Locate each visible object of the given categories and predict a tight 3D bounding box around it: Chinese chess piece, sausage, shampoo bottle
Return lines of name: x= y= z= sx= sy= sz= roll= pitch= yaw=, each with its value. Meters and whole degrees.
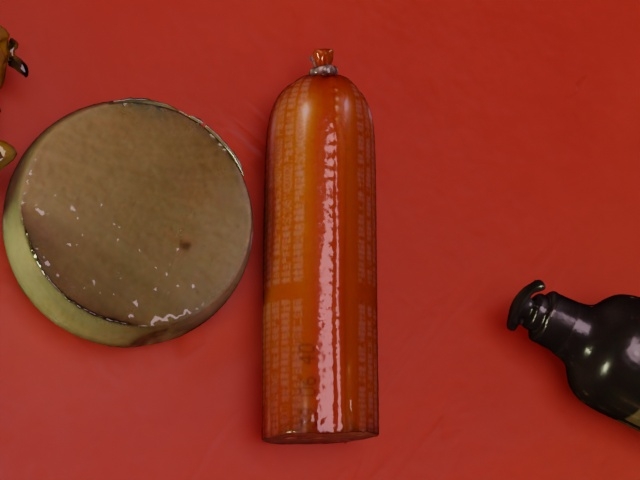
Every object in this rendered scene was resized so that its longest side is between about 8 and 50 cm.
Chinese chess piece: x=-0.145 y=-0.012 z=1.038 sx=0.188 sy=0.083 sz=0.188 roll=5 pitch=74 yaw=-17
sausage: x=0.000 y=0.000 z=1.069 sx=0.093 sy=0.093 sz=0.312 roll=4 pitch=76 yaw=-15
shampoo bottle: x=0.280 y=0.110 z=1.119 sx=0.284 sy=0.101 sz=0.101 roll=26 pitch=72 yaw=-9

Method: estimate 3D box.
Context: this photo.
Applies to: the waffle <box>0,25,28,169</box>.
waffle: x=-0.365 y=-0.107 z=0.985 sx=0.329 sy=0.062 sz=0.329 roll=3 pitch=71 yaw=-9
